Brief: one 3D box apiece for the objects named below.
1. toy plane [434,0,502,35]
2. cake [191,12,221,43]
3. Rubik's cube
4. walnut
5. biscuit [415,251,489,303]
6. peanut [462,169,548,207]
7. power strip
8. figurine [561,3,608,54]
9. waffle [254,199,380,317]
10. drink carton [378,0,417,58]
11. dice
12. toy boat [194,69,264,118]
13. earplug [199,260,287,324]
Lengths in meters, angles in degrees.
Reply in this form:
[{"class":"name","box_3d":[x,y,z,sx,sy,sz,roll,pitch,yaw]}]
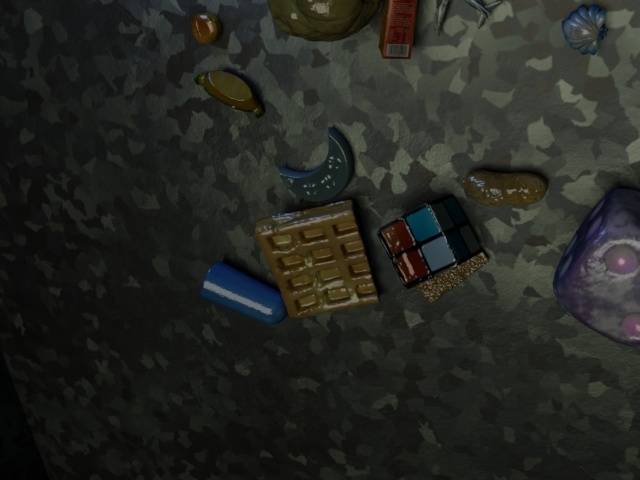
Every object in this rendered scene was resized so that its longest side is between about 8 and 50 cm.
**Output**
[{"class":"toy plane","box_3d":[0.316,-0.590,1.675,0.226,0.058,0.226,44,125,4]},{"class":"cake","box_3d":[-0.315,-0.585,1.986,0.084,0.044,0.084,12,120,22]},{"class":"Rubik's cube","box_3d":[0.285,0.002,1.889,0.180,0.167,0.183,-32,84,33]},{"class":"walnut","box_3d":[0.013,-0.610,1.686,0.277,0.253,0.282,28,135,37]},{"class":"biscuit","box_3d":[0.346,0.070,1.997,0.131,0.025,0.231,48,123,-1]},{"class":"peanut","box_3d":[0.462,-0.130,1.815,0.214,0.099,0.099,2,114,19]},{"class":"power strip","box_3d":[-0.008,-0.190,2.025,0.253,0.054,0.167,-37,94,33]},{"class":"figurine","box_3d":[0.582,-0.472,1.604,0.114,0.079,0.114,47,148,41]},{"class":"waffle","box_3d":[-0.005,0.067,2.078,0.304,0.077,0.348,-13,117,14]},{"class":"drink carton","box_3d":[0.187,-0.552,1.712,0.071,0.096,0.223,1,124,-4]},{"class":"dice","box_3d":[0.722,0.062,1.668,0.270,0.270,0.271,31,123,9]},{"class":"toy boat","box_3d":[-0.258,-0.420,2.028,0.229,0.089,0.088,31,162,8]},{"class":"earplug","box_3d":[-0.227,0.177,2.269,0.273,0.132,0.132,24,122,9]}]
